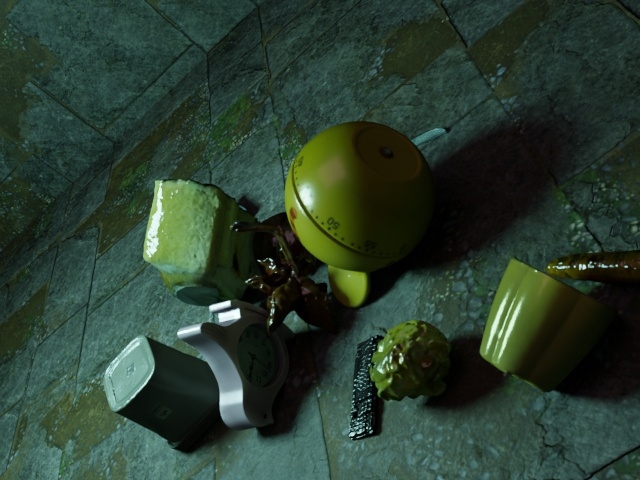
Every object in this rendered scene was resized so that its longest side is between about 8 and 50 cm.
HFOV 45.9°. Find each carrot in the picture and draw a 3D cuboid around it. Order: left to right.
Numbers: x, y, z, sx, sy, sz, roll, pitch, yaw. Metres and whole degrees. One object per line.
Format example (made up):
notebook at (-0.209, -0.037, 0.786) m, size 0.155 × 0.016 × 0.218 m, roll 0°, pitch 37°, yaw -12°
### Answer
carrot at (0.517, 0.042, 1.287) m, size 0.314 × 0.066 × 0.066 m, roll -3°, pitch 55°, yaw 50°

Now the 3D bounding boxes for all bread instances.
bread at (-0.317, 0.026, 2.009) m, size 0.239 × 0.395 × 0.263 m, roll 7°, pitch 73°, yaw 23°

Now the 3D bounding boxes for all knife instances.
knife at (0.241, -0.253, 1.968) m, size 0.210 × 0.015 × 0.028 m, roll -21°, pitch 36°, yaw 37°

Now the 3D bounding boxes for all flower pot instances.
flower pot at (0.369, 0.148, 1.268) m, size 0.179 × 0.195 × 0.195 m, roll -63°, pitch 32°, yaw 5°

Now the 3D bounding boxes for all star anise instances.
star anise at (-0.093, 0.089, 1.771) m, size 0.148 × 0.346 × 0.237 m, roll -22°, pitch 19°, yaw 49°

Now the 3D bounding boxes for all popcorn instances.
popcorn at (0.166, 0.233, 1.452) m, size 0.174 × 0.142 × 0.173 m, roll -31°, pitch 35°, yaw 25°

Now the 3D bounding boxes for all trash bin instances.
trash bin at (-0.389, 0.374, 1.900) m, size 0.220 × 0.250 × 0.219 m, roll -47°, pitch 39°, yaw 6°

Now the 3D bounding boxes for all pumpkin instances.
pumpkin at (-0.084, 0.005, 1.969) m, size 0.254 × 0.149 × 0.130 m, roll -50°, pitch 20°, yaw 8°

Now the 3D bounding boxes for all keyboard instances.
keyboard at (0.093, 0.303, 1.586) m, size 0.072 × 0.023 × 0.231 m, roll -27°, pitch 39°, yaw 36°

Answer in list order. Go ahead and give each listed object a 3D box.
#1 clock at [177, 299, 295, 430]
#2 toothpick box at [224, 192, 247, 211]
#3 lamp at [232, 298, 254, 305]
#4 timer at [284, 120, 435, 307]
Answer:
clock at (-0.197, 0.274, 1.731) m, size 0.080 × 0.290 × 0.275 m, roll -19°, pitch 49°, yaw 38°
toothpick box at (-0.297, -0.087, 2.384) m, size 0.101 × 0.101 × 0.153 m, roll -53°, pitch 33°, yaw -2°
lamp at (-0.226, 0.239, 2.000) m, size 0.091 × 0.091 × 0.163 m, roll 14°, pitch 85°, yaw 55°
timer at (0.072, -0.077, 1.732) m, size 0.387 × 0.376 × 0.376 m, roll 125°, pitch 158°, yaw -45°
